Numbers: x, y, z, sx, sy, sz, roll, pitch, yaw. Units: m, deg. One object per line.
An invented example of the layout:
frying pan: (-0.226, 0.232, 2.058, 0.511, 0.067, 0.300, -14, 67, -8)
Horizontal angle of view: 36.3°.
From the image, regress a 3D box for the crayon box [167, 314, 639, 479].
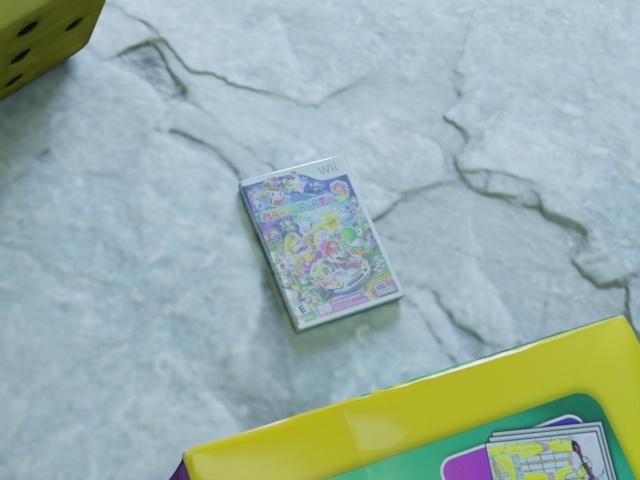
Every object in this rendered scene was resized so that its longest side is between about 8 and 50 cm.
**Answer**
crayon box: (0.112, 0.261, 0.588, 0.313, 0.106, 0.363, -14, 71, -19)

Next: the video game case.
video game case: (0.000, 0.000, 0.724, 0.087, 0.011, 0.122, -17, 72, -20)

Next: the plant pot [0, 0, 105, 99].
plant pot: (-0.255, -0.195, 0.642, 0.212, 0.212, 0.187, -40, 93, -26)
